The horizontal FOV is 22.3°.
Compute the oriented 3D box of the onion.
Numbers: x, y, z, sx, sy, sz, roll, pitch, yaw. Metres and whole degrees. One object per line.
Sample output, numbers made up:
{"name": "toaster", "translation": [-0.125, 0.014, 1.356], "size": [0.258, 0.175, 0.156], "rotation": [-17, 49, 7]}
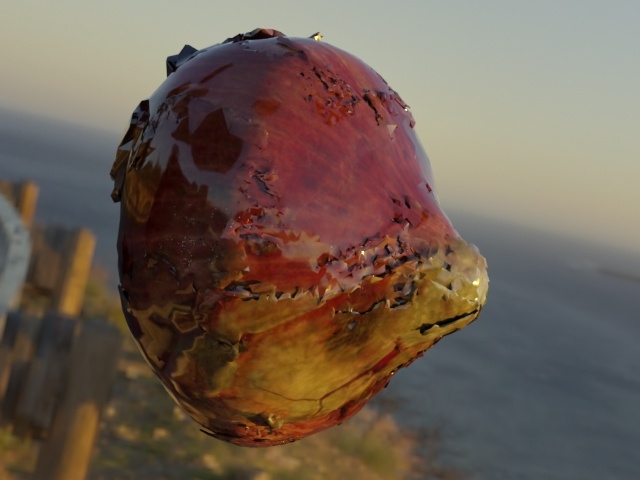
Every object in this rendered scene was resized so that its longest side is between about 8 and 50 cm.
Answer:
{"name": "onion", "translation": [0.000, 0.000, 0.683], "size": [0.147, 0.184, 0.184], "rotation": [6, 0, 22]}
